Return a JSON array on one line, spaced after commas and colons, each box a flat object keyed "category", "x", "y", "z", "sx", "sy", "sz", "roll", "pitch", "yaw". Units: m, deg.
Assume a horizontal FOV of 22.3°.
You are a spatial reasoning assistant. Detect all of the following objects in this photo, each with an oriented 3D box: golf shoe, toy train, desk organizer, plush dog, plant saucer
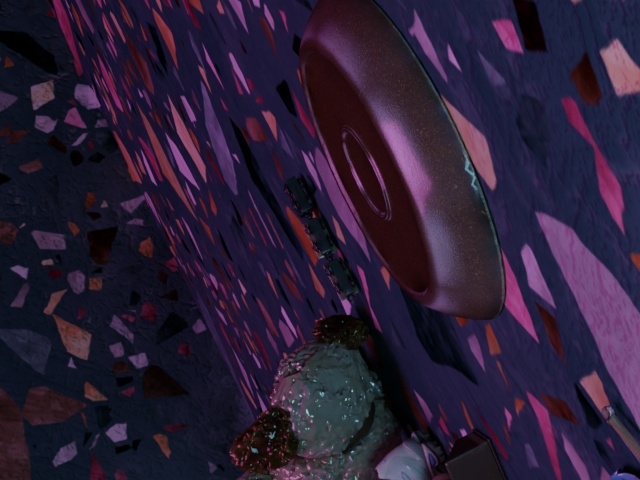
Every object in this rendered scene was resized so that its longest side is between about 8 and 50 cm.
[{"category": "golf shoe", "x": 0.115, "y": 0.302, "z": 1.846, "sx": 0.176, "sy": 0.086, "sz": 0.069, "roll": 67, "pitch": 168, "yaw": -22}, {"category": "toy train", "x": 0.000, "y": 0.000, "z": 1.849, "sx": 0.158, "sy": 0.027, "sz": 0.036, "roll": 63, "pitch": 173, "yaw": 11}, {"category": "desk organizer", "x": 0.161, "y": 0.257, "z": 1.598, "sx": 0.130, "sy": 0.050, "sz": 0.047, "roll": 67, "pitch": 170, "yaw": -12}, {"category": "plush dog", "x": 0.011, "y": 0.213, "z": 1.886, "sx": 0.211, "sy": 0.262, "sz": 0.225, "roll": 14, "pitch": 149, "yaw": 33}, {"category": "plant saucer", "x": 0.056, "y": -0.065, "z": 1.359, "sx": 0.310, "sy": 0.050, "sz": 0.310, "roll": 61, "pitch": 169, "yaw": 21}]

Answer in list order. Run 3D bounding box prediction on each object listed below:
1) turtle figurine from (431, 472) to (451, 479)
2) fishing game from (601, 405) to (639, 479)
[{"category": "turtle figurine", "x": 0.108, "y": 0.366, "z": 1.704, "sx": 0.087, "sy": 0.269, "sz": 0.217, "roll": 27, "pitch": -138, "yaw": -39}, {"category": "fishing game", "x": 0.251, "y": 0.256, "z": 1.178, "sx": 0.264, "sy": 0.041, "sz": 0.189, "roll": 74, "pitch": 169, "yaw": -45}]
